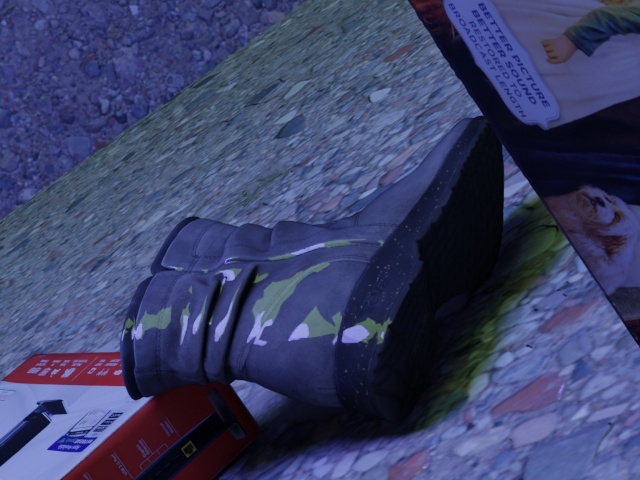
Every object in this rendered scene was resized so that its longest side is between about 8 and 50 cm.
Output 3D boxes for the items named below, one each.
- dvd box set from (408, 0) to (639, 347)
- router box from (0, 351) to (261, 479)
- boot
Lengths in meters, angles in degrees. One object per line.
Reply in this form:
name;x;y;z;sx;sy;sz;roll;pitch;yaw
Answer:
dvd box set;0.229;-0.057;0.757;0.062;0.307;0.420;-43;19;-22
router box;-0.247;0.209;1.304;0.301;0.082;0.335;-41;18;-28
boot;0.000;0.000;1.237;0.223;0.118;0.338;5;31;24
